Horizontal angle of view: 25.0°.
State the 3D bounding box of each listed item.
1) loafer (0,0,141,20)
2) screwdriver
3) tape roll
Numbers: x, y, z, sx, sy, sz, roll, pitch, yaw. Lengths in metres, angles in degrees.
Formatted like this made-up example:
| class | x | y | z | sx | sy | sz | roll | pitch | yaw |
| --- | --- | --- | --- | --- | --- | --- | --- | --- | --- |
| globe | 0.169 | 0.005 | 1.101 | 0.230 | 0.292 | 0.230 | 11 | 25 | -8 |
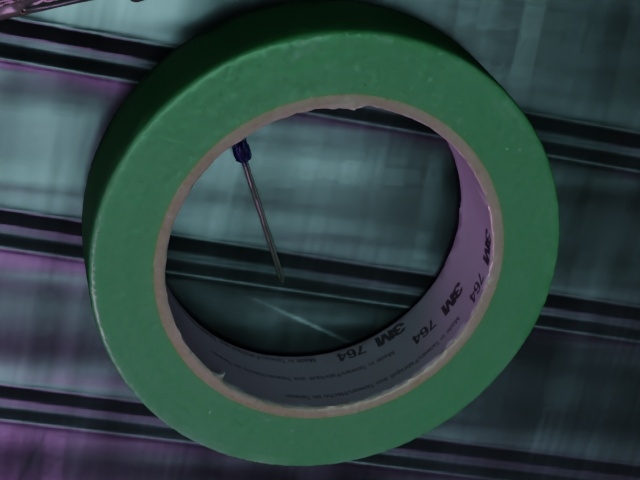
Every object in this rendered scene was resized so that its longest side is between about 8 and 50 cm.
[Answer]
| class | x | y | z | sx | sy | sz | roll | pitch | yaw |
| --- | --- | --- | --- | --- | --- | --- | --- | --- | --- |
| loafer | -0.135 | -0.179 | 0.869 | 0.267 | 0.096 | 0.084 | -7 | 132 | 0 |
| screwdriver | -0.050 | -0.044 | 1.013 | 0.024 | 0.025 | 0.170 | -19 | 121 | -3 |
| tape roll | 0.000 | 0.000 | 0.987 | 0.321 | 0.077 | 0.321 | -5 | 117 | -11 |
